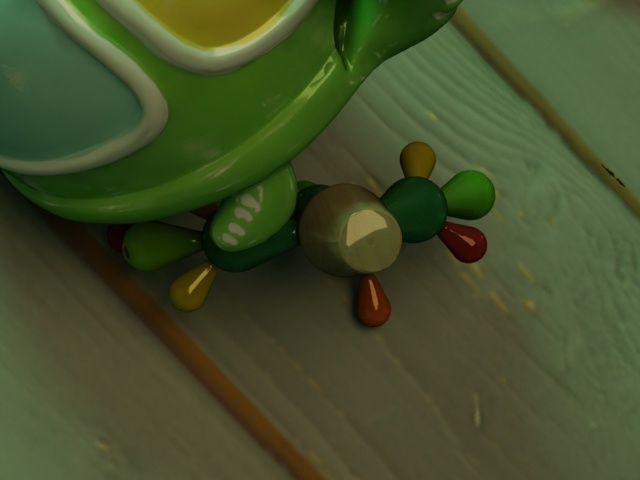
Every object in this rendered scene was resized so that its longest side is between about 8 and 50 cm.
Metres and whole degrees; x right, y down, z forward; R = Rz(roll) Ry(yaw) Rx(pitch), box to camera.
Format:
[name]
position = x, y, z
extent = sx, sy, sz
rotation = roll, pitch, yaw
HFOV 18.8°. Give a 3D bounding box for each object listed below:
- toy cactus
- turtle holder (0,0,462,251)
[toy cactus]
position = 0.000, 0.000, 1.062
extent = 0.219, 0.180, 0.112
rotation = 2, 96, -14
[turtle holder]
position = -0.087, -0.132, 0.972
extent = 0.243, 0.320, 0.227
rotation = -51, 133, -7
